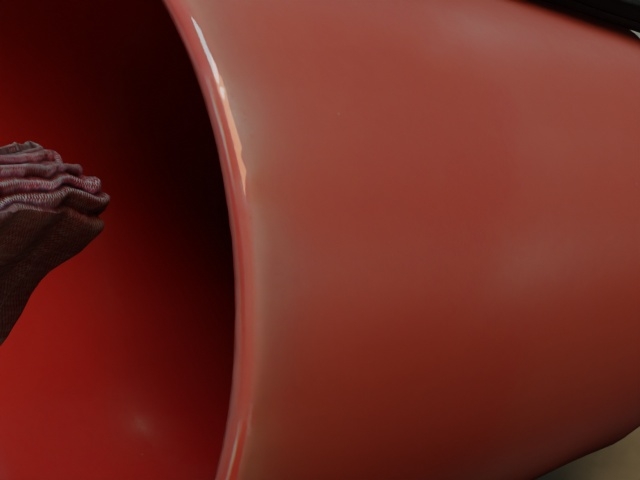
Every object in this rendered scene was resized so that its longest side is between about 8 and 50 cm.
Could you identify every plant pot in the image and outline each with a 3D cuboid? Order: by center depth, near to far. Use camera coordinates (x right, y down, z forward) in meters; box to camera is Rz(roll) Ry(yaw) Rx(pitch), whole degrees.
[{"bbox_3d":[0.000,0.000,0.721,0.243,0.275,0.275,-5,50,-34],"label":"plant pot"}]

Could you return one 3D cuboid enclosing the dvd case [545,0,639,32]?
[{"bbox_3d":[0.038,-0.190,0.696,0.253,0.022,0.180,13,67,-30],"label":"dvd case"}]

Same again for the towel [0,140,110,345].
[{"bbox_3d":[-0.169,0.124,0.516,0.037,0.237,0.329,29,98,3],"label":"towel"}]
